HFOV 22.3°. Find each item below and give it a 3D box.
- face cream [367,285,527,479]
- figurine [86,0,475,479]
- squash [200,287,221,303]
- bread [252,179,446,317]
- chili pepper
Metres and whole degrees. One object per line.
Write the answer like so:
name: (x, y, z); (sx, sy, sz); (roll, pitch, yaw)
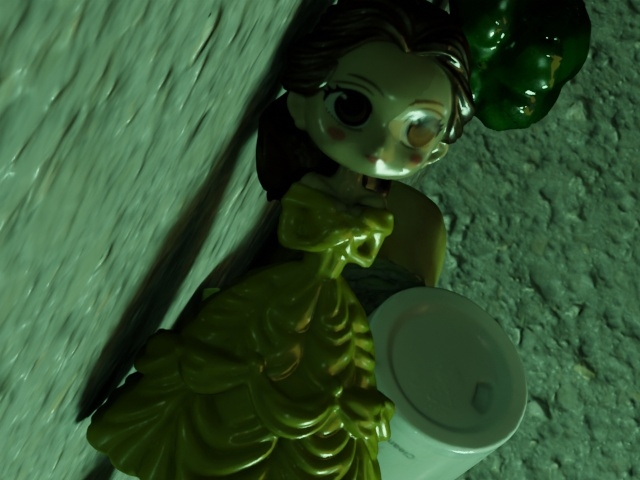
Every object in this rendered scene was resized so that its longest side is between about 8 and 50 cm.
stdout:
face cream: (0.016, 0.187, 1.373); (0.370, 0.145, 0.145); (-48, -175, 47)
figurine: (0.000, 0.001, 0.974); (0.168, 0.187, 0.315); (-27, 139, -73)
squash: (-0.068, 0.164, 1.232); (0.204, 0.155, 0.237); (5, 75, -55)
bread: (0.024, 0.022, 1.418); (0.261, 0.158, 0.156); (114, -4, -54)
chili pepper: (0.192, -0.208, 1.655); (0.261, 0.165, 0.174); (-54, 161, -67)
